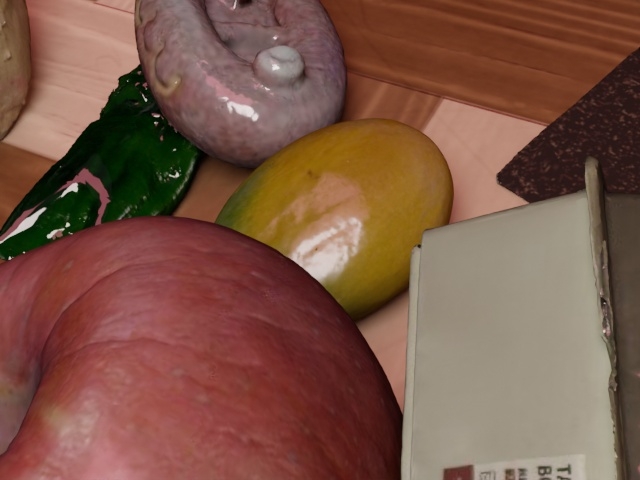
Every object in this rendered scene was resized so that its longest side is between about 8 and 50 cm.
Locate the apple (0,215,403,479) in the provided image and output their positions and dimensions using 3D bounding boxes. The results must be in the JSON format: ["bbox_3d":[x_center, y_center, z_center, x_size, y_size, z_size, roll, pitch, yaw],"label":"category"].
[{"bbox_3d":[-0.095,0.137,0.498,0.305,0.235,0.306,-22,33,15],"label":"apple"}]

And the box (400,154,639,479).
[{"bbox_3d":[0.137,0.125,0.491,0.166,0.220,0.290,-9,50,19],"label":"box"}]

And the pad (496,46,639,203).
[{"bbox_3d":[0.308,-0.026,0.715,0.220,0.004,0.330,-40,56,-20],"label":"pad"}]

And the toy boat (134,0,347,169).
[{"bbox_3d":[-0.053,-0.151,0.796,0.155,0.085,0.227,5,47,-23],"label":"toy boat"}]

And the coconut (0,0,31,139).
[{"bbox_3d":[-0.373,-0.187,0.806,0.297,0.254,0.297,-4,52,5],"label":"coconut"}]

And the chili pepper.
[{"bbox_3d":[-0.147,-0.044,0.775,0.098,0.061,0.224,22,54,9],"label":"chili pepper"}]

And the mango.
[{"bbox_3d":[0.000,0.000,0.700,0.130,0.092,0.195,32,73,21],"label":"mango"}]
